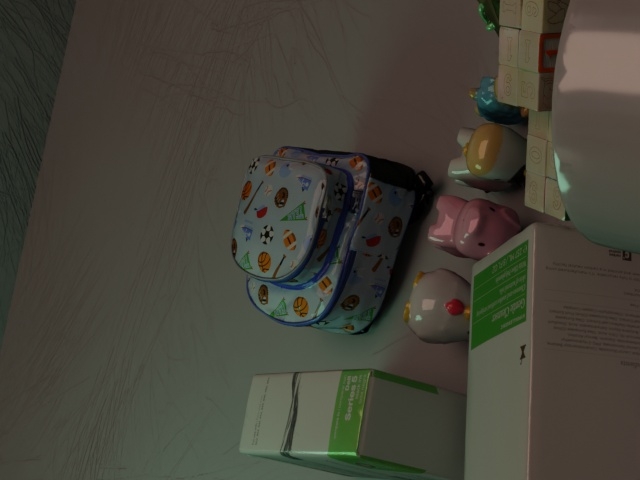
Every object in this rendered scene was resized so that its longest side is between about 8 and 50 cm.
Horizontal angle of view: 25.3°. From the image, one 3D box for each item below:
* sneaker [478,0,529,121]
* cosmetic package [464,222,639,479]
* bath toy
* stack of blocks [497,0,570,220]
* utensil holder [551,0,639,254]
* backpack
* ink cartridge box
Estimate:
[{"bbox_3d":[0.255,-0.283,1.718,0.182,0.158,0.410,15,121,51],"label":"sneaker"},{"bbox_3d":[0.247,0.187,1.458,0.197,0.155,0.365,132,145,-68],"label":"cosmetic package"},{"bbox_3d":[0.210,-0.029,1.821,0.129,0.151,0.348,16,87,17],"label":"bath toy"},{"bbox_3d":[0.293,-0.177,1.596,0.087,0.171,0.297,-149,56,-62],"label":"stack of blocks"},{"bbox_3d":[0.432,-0.116,1.202,0.385,0.327,0.327,10,82,33],"label":"utensil holder"},{"bbox_3d":[0.000,0.000,2.055,0.276,0.213,0.263,12,96,55],"label":"backpack"},{"bbox_3d":[0.052,0.242,1.846,0.273,0.198,0.115,-9,67,54],"label":"ink cartridge box"}]
